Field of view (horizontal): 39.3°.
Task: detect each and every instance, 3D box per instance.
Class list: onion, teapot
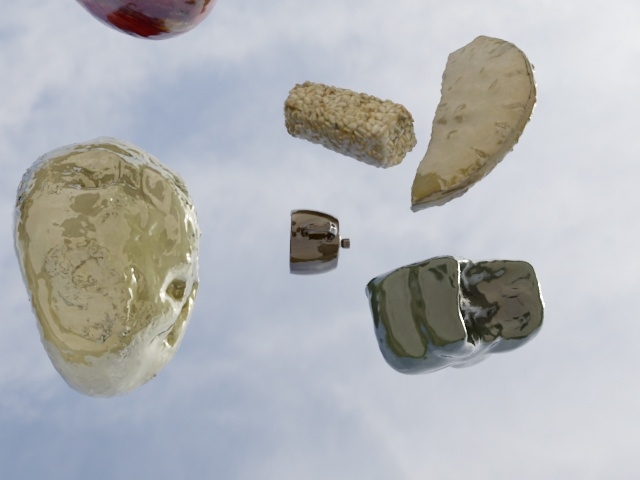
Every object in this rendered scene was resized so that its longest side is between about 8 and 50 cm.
[{"bbox_3d":[-0.208,-0.316,0.913,0.161,0.248,0.248,-35,-115,-17],"label":"onion"},{"bbox_3d":[0.000,0.000,1.010,0.068,0.121,0.076,1,-107,-3],"label":"teapot"}]

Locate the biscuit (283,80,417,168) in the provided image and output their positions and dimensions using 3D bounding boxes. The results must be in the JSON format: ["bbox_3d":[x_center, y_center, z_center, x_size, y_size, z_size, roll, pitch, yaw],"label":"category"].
[{"bbox_3d":[0.033,-0.139,1.084,0.168,0.082,0.070,22,-127,29],"label":"biscuit"}]

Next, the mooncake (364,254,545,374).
[{"bbox_3d":[0.133,0.068,0.864,0.175,0.168,0.104,-10,-110,-13],"label":"mooncake"}]

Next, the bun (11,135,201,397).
[{"bbox_3d":[-0.271,0.037,1.195,0.234,0.326,0.362,-7,-140,-8],"label":"bun"}]

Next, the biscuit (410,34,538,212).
[{"bbox_3d":[0.205,-0.163,1.145,0.141,0.038,0.290,-1,-123,35],"label":"biscuit"}]
